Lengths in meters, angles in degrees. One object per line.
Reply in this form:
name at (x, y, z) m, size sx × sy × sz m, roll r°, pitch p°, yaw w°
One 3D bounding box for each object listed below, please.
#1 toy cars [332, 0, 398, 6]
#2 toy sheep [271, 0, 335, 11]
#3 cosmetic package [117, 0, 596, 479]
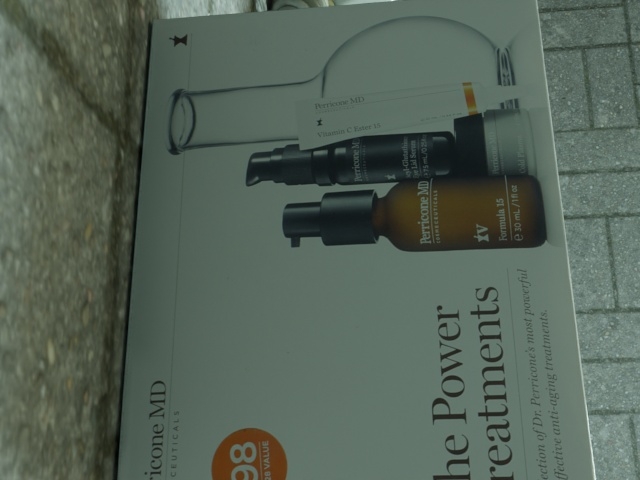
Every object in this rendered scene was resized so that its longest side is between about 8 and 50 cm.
toy cars at (0.037, -0.245, 1.100) m, size 0.393 × 0.177 × 0.087 m, roll 110°, pitch -20°, yaw -49°
toy sheep at (-0.029, -0.332, 1.145) m, size 0.132 × 0.091 × 0.091 m, roll -67°, pitch 156°, yaw -47°
cosmetic package at (0.020, 0.016, 0.548) m, size 0.097 × 0.285 × 0.377 m, roll 66°, pitch 21°, yaw -68°
